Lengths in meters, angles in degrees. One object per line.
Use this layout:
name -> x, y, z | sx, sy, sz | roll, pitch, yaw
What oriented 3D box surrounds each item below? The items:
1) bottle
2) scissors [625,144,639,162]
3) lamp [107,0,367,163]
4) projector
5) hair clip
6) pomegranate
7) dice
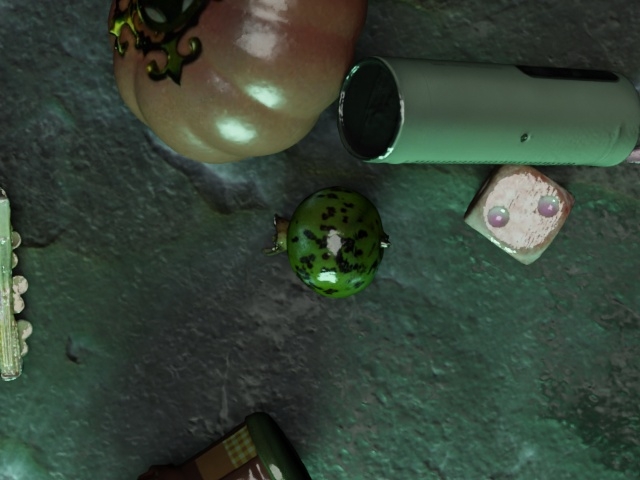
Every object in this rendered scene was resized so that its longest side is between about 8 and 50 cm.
bottle -> -0.142, 0.307, 1.753 | 0.271, 0.143, 0.156 | -32, 132, 0
scissors -> 0.401, -0.102, 1.768 | 0.187, 0.020, 0.133 | 11, 91, -2
lamp -> -0.075, -0.227, 1.660 | 0.305, 0.240, 0.305 | -9, 77, 43
projector -> 0.178, -0.128, 1.640 | 0.338, 0.108, 0.108 | -1, 95, -36
hair clip -> -0.355, 0.047, 1.782 | 0.062, 0.056, 0.213 | -4, 103, -15
pomegranate -> 0.000, 0.000, 1.745 | 0.162, 0.122, 0.122 | 4, 95, 30
dice -> 0.215, -0.034, 1.740 | 0.091, 0.093, 0.094 | 32, 96, -1
